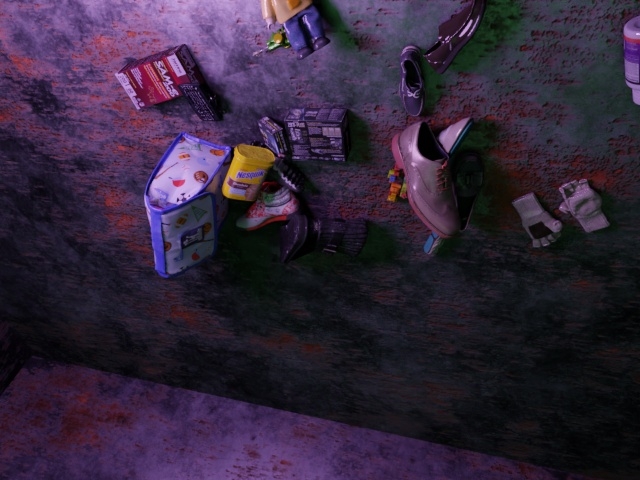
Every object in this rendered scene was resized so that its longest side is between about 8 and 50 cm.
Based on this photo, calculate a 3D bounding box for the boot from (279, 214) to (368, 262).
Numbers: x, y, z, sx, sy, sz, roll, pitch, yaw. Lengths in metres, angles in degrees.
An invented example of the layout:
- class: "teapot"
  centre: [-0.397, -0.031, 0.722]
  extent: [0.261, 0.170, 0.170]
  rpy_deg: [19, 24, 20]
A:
- class: "boot"
  centre: [0.000, 0.004, 1.957]
  extent: [0.260, 0.131, 0.348]
  rpy_deg: [2, 167, -18]

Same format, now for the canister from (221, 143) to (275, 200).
- class: "canister"
  centre: [-0.232, -0.211, 1.739]
  extent: [0.126, 0.073, 0.170]
  rpy_deg: [5, 133, -30]

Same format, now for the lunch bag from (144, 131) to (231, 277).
- class: "lunch bag"
  centre: [-0.444, -0.106, 1.825]
  extent: [0.239, 0.385, 0.327]
  rpy_deg: [16, 135, 5]

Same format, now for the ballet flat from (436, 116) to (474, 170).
- class: "ballet flat"
  centre: [0.366, -0.269, 1.600]
  extent: [0.086, 0.086, 0.248]
  rpy_deg: [18, 137, 3]

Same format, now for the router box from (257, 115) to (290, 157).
- class: "router box"
  centre: [-0.146, -0.323, 1.704]
  extent: [0.038, 0.122, 0.092]
  rpy_deg: [-29, 130, -15]

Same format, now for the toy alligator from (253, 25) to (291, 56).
- class: "toy alligator"
  centre: [-0.111, -0.559, 1.509]
  extent: [0.190, 0.056, 0.051]
  rpy_deg: [-9, 89, 27]

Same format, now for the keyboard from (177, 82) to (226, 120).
- class: "keyboard"
  centre: [-0.359, -0.415, 1.682]
  extent: [0.100, 0.038, 0.192]
  rpy_deg: [-3, 160, 11]

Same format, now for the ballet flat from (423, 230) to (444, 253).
- class: "ballet flat"
  centre: [0.400, -0.017, 1.855]
  extent: [0.052, 0.057, 0.168]
  rpy_deg: [-2, 142, -17]

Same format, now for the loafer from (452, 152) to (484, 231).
- class: "loafer"
  centre: [0.450, -0.141, 1.674]
  extent: [0.096, 0.084, 0.267]
  rpy_deg: [-1, 136, 4]

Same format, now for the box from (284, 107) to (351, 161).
- class: "box"
  centre: [-0.006, -0.323, 1.675]
  extent: [0.180, 0.077, 0.147]
  rpy_deg: [4, 134, 16]

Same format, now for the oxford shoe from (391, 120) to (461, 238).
- class: "oxford shoe"
  centre: [0.318, -0.171, 1.558]
  extent: [0.348, 0.123, 0.130]
  rpy_deg: [63, 150, 4]

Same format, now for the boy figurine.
- class: "boy figurine"
  centre: [-0.072, -0.616, 1.390]
  extent: [0.177, 0.092, 0.285]
  rpy_deg: [-24, 111, 7]

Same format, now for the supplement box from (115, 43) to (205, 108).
- class: "supplement box"
  centre: [-0.494, -0.501, 1.685]
  extent: [0.240, 0.073, 0.130]
  rpy_deg: [-9, 129, 25]

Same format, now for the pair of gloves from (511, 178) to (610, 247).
- class: "pair of gloves"
  centre: [0.734, -0.079, 1.670]
  extent: [0.240, 0.042, 0.204]
  rpy_deg: [-17, 124, 31]

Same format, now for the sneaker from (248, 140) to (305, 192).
- class: "sneaker"
  centre: [-0.158, -0.229, 1.827]
  extent: [0.234, 0.078, 0.106]
  rpy_deg: [37, 137, -11]

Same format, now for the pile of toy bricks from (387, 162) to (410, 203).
- class: "pile of toy bricks"
  centre: [0.264, -0.177, 1.699]
  extent: [0.118, 0.105, 0.212]
  rpy_deg: [14, 136, 6]

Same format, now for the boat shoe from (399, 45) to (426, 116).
- class: "boat shoe"
  centre: [0.247, -0.421, 1.498]
  extent: [0.075, 0.065, 0.206]
  rpy_deg: [3, 133, 17]

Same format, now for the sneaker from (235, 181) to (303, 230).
- class: "sneaker"
  centre: [-0.207, -0.128, 1.932]
  extent: [0.270, 0.090, 0.145]
  rpy_deg: [-12, 126, 25]

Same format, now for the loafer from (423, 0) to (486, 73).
- class: "loafer"
  centre: [0.330, -0.516, 1.366]
  extent: [0.078, 0.080, 0.220]
  rpy_deg: [27, 136, -8]

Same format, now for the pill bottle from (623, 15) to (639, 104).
- class: "pill bottle"
  centre: [0.772, -0.419, 1.279]
  extent: [0.108, 0.108, 0.193]
  rpy_deg: [-7, 130, 25]
